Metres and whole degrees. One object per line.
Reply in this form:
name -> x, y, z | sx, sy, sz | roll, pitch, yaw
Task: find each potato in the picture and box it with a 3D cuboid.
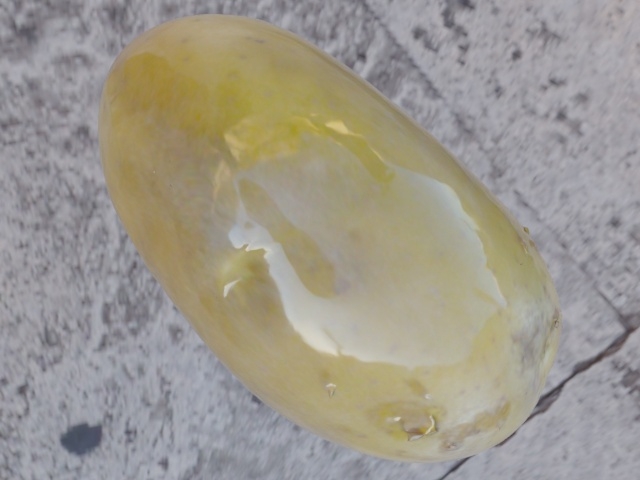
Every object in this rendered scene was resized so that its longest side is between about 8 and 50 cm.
potato -> 0.000, 0.000, 0.616 | 0.234, 0.150, 0.146 | 38, 42, -5
